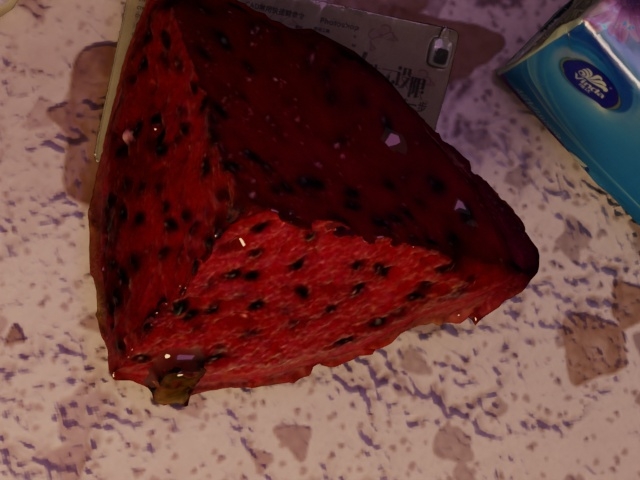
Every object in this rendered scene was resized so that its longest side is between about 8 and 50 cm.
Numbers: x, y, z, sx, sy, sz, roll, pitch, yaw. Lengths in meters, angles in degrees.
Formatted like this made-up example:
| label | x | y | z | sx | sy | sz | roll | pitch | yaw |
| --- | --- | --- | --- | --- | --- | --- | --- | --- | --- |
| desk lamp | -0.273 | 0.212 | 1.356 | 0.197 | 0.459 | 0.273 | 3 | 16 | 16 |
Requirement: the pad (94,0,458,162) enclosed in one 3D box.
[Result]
| label | x | y | z | sx | sy | sz | roll | pitch | yaw |
| --- | --- | --- | --- | --- | --- | --- | --- | --- | --- |
| pad | -0.031 | -0.112 | 1.411 | 0.265 | 0.009 | 0.159 | 10 | 100 | -15 |

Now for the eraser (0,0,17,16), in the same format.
| label | x | y | z | sx | sy | sz | roll | pitch | yaw |
| --- | --- | --- | --- | --- | --- | --- | --- | --- | --- |
| eraser | -0.271 | -0.222 | 1.362 | 0.029 | 0.052 | 0.122 | -36 | 93 | -18 |

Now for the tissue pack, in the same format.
| label | x | y | z | sx | sy | sz | roll | pitch | yaw |
| --- | --- | --- | --- | --- | --- | --- | --- | --- | --- |
| tissue pack | 0.294 | -0.095 | 1.439 | 0.146 | 0.198 | 0.263 | -44 | 95 | -16 |

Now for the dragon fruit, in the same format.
| label | x | y | z | sx | sy | sz | roll | pitch | yaw |
| --- | --- | --- | --- | --- | --- | --- | --- | --- | --- |
| dragon fruit | 0.000 | 0.000 | 1.316 | 0.330 | 0.240 | 0.302 | 15 | 103 | -12 |
